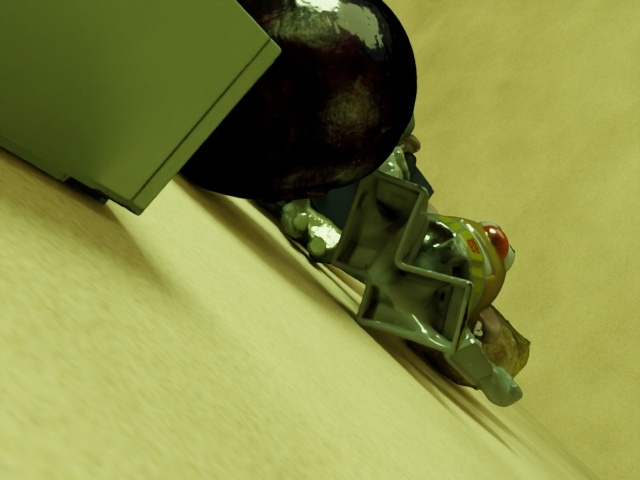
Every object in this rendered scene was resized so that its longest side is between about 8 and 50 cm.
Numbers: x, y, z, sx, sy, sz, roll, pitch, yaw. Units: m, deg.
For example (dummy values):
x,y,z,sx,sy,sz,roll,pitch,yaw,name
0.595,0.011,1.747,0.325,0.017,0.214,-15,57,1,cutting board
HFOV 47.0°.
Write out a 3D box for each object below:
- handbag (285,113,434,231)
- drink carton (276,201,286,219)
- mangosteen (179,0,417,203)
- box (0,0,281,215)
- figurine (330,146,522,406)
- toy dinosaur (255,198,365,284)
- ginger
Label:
x,y,z,sx,sy,sz,roll,pitch,yaw,name
0.049,-0.147,1.137,0.118,0.269,0.325,8,-43,50,handbag
-0.120,-0.163,1.159,0.315,0.130,0.106,41,1,-33,drink carton
-0.043,-0.191,0.751,0.275,0.275,0.302,-87,170,-86,mangosteen
-0.176,-0.151,0.346,0.225,0.117,0.225,43,4,38,box
0.141,0.034,0.902,0.285,0.167,0.342,14,70,-63,figurine
0.000,0.000,1.054,0.248,0.075,0.188,40,-11,2,toy dinosaur
0.179,0.113,1.094,0.270,0.123,0.219,39,18,29,ginger
